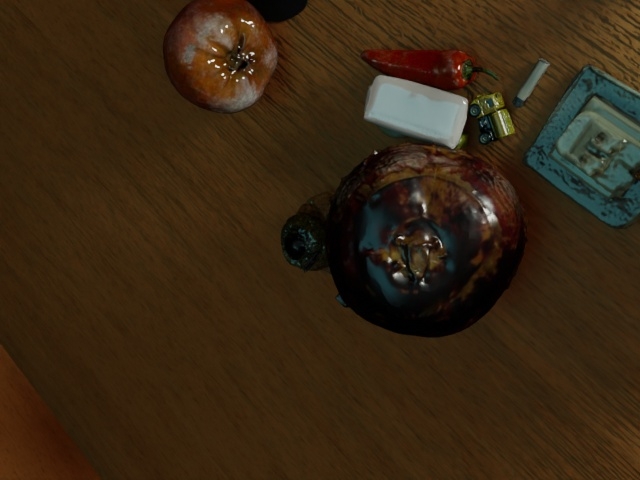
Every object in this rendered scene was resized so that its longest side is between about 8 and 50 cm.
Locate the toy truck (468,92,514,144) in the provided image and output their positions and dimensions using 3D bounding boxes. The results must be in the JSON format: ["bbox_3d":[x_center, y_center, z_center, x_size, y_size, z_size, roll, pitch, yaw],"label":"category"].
[{"bbox_3d":[0.291,-0.211,1.167,0.054,0.049,0.083,-18,94,40],"label":"toy truck"}]

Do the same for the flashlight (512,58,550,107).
[{"bbox_3d":[0.344,-0.257,1.127,0.018,0.018,0.083,42,127,20],"label":"flashlight"}]

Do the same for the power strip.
[{"bbox_3d":[0.435,-0.138,1.063,0.213,0.064,0.198,40,124,23],"label":"power strip"}]

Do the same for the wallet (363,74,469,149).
[{"bbox_3d":[0.165,-0.230,1.212,0.190,0.033,0.095,25,108,23],"label":"wallet"}]

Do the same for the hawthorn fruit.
[{"bbox_3d":[-0.217,-0.392,1.402,0.263,0.231,0.235,42,116,15],"label":"hawthorn fruit"}]

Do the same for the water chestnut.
[{"bbox_3d":[0.173,0.000,1.198,0.350,0.302,0.350,-1,84,9],"label":"water chestnut"}]

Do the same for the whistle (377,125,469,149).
[{"bbox_3d":[0.178,-0.217,1.252,0.198,0.057,0.104,35,124,27],"label":"whistle"}]

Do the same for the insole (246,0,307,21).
[{"bbox_3d":[-0.114,-0.494,1.433,0.232,0.003,0.080,8,109,38],"label":"insole"}]

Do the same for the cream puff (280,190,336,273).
[{"bbox_3d":[0.000,0.000,1.399,0.183,0.169,0.183,13,111,35],"label":"cream puff"}]

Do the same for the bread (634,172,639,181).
[{"bbox_3d":[0.602,-0.080,0.827,0.315,0.248,0.279,35,120,10],"label":"bread"}]

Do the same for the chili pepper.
[{"bbox_3d":[0.190,-0.303,1.208,0.272,0.063,0.071,17,126,35],"label":"chili pepper"}]
